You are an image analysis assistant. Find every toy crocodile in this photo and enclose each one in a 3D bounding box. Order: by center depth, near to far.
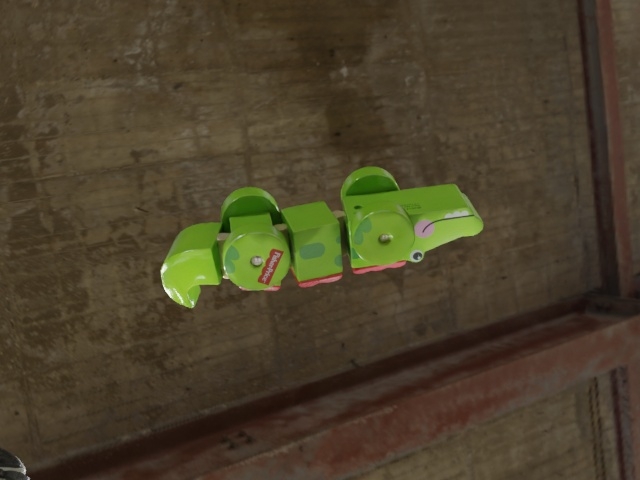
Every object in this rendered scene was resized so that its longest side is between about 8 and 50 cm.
[{"bbox_3d":[0.000,0.000,0.750,0.340,0.115,0.105,-10,-61,-6],"label":"toy crocodile"}]

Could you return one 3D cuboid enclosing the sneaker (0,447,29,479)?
[{"bbox_3d":[-0.372,0.209,0.538,0.129,0.330,0.147,5,-84,-64],"label":"sneaker"}]
